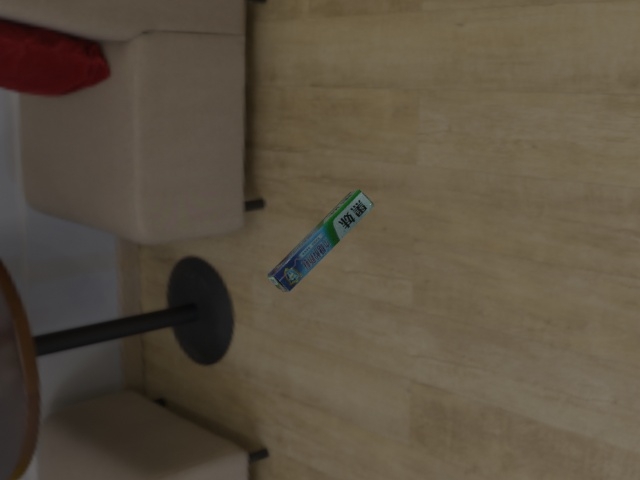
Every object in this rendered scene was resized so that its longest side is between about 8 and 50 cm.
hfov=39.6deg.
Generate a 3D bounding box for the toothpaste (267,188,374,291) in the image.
[{"bbox_3d":[0.000,0.000,0.591,0.017,0.083,0.020,46,167,-9],"label":"toothpaste"}]
